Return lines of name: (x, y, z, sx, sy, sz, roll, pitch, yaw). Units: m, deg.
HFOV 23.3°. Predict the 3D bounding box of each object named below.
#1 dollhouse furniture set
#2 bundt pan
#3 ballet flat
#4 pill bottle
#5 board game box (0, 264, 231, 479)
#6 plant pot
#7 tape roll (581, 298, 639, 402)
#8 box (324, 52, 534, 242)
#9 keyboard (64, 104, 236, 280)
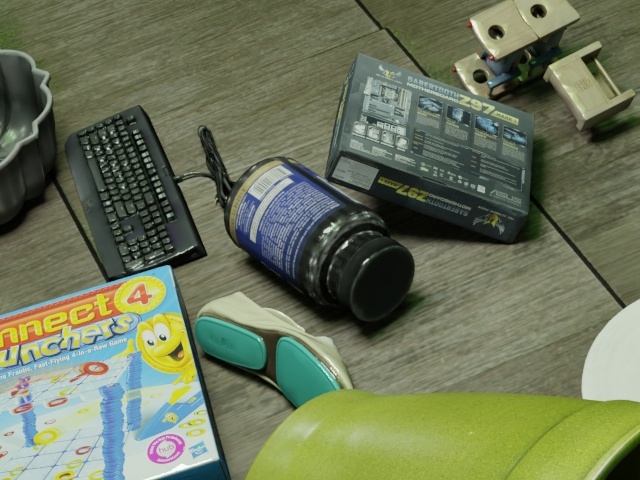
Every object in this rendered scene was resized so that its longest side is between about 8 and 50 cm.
dollhouse furniture set: (0.270, -0.197, 1.920, 0.129, 0.129, 0.183, -27, 73, -14)
bundt pan: (-0.487, -0.108, 1.997, 0.331, 0.124, 0.331, -7, 41, 6)
ballet flat: (-0.031, 0.119, 1.664, 0.248, 0.086, 0.086, 28, 56, 38)
pill bottle: (0.000, 0.000, 1.746, 0.123, 0.123, 0.219, -34, 45, -22)
board game box: (-0.268, 0.192, 1.633, 0.308, 0.086, 0.302, -17, 42, -4)
plant pot: (0.123, 0.274, 1.275, 0.353, 0.366, 0.366, 13, 47, 42)
tape roll: (0.392, 0.164, 1.476, 0.286, 0.100, 0.286, -8, 42, 7)
box: (0.131, -0.109, 1.807, 0.233, 0.059, 0.183, 19, 44, -8)
keyboard: (-0.204, -0.077, 1.958, 0.201, 0.033, 0.317, -20, 42, -7)
